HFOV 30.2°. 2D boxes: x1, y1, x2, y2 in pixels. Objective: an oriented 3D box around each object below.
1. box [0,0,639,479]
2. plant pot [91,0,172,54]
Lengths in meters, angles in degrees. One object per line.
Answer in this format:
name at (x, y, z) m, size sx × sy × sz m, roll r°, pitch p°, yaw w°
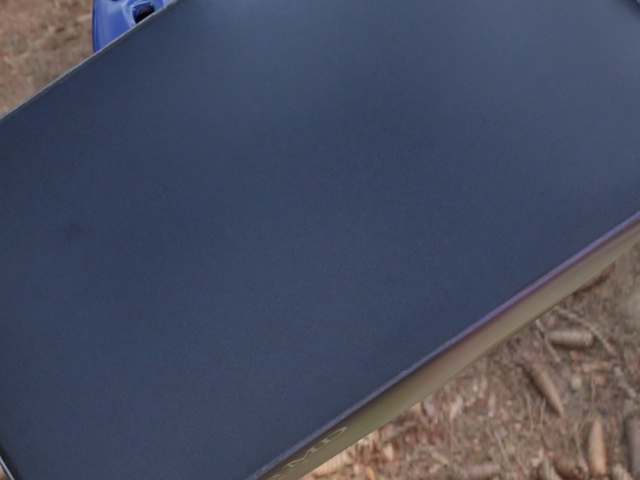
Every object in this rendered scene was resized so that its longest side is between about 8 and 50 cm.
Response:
box at (0.000, 0.000, 0.575) m, size 0.296 × 0.294 × 0.182 m, roll -35°, pitch 80°, yaw 0°
plant pot at (-0.056, -0.159, 0.914) m, size 0.236 × 0.236 × 0.212 m, roll -13°, pitch 64°, yaw -5°
